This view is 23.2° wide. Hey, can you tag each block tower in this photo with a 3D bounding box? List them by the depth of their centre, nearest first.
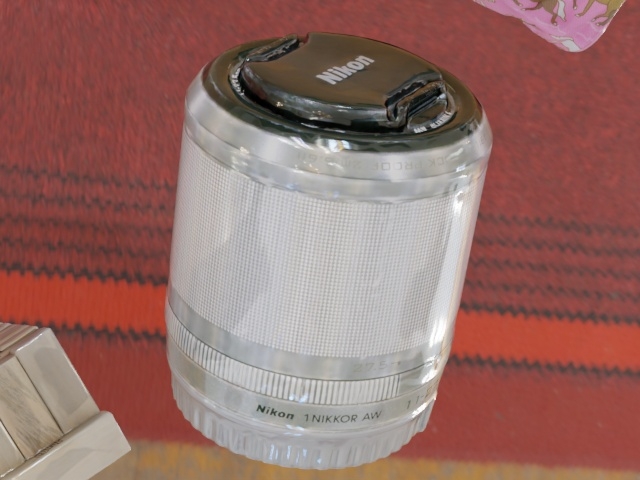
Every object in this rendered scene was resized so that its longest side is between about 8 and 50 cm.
[{"bbox_3d":[-0.247,0.116,1.100,0.091,0.335,0.097,-35,106,-24],"label":"block tower"}]

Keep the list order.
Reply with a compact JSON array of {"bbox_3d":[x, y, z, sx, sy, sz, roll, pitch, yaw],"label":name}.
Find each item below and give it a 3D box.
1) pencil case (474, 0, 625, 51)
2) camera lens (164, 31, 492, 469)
[{"bbox_3d":[0.159,-0.339,1.699,0.386,0.167,0.160,22,135,-17],"label":"pencil case"},{"bbox_3d":[0.000,0.000,1.146,0.219,0.219,0.274,3,118,-11],"label":"camera lens"}]
